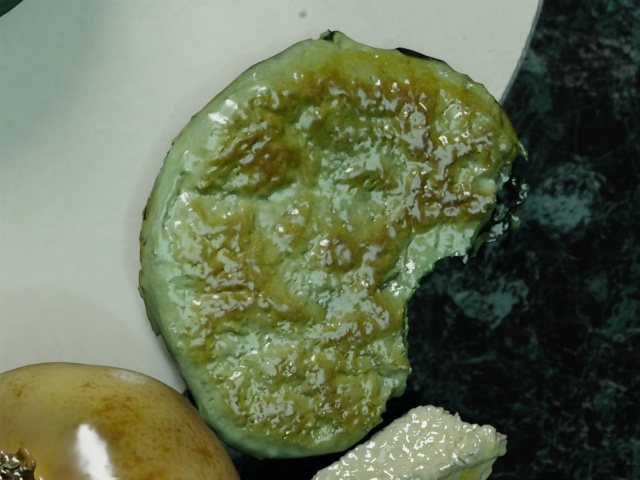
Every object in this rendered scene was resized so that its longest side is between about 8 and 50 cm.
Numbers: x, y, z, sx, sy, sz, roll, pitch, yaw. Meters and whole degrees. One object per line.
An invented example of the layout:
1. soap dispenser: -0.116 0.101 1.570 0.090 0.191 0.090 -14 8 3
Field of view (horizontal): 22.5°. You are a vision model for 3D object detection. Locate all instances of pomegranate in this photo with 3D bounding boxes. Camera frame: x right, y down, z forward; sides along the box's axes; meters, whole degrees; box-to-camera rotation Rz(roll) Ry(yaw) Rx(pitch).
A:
1. pomegranate: -0.189 0.228 1.185 0.319 0.319 0.319 -3 100 -16

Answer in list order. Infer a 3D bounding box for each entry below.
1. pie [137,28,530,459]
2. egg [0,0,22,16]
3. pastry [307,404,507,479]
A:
1. pie: 0.000 0.000 1.330 0.296 0.078 0.371 35 87 -19
2. egg: -0.253 -0.261 1.162 0.169 0.169 0.236 31 92 -19
3. pastry: 0.039 0.221 1.354 0.258 0.121 0.089 -36 74 -6
